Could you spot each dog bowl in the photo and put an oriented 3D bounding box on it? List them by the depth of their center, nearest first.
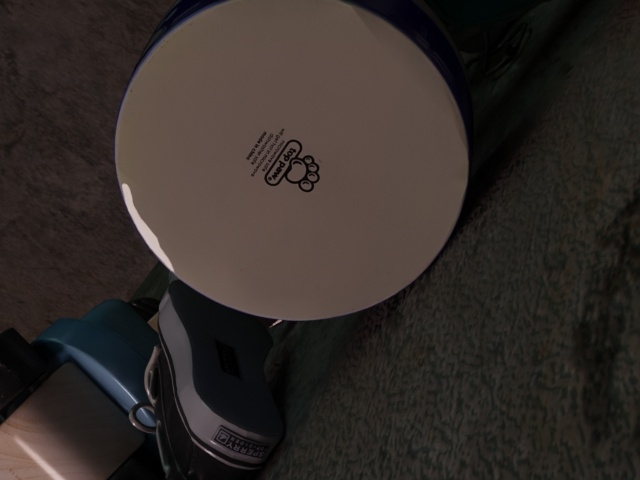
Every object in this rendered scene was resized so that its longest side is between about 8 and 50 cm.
[{"bbox_3d":[-0.017,-0.076,1.128,0.265,0.265,0.104,-51,12,23],"label":"dog bowl"}]

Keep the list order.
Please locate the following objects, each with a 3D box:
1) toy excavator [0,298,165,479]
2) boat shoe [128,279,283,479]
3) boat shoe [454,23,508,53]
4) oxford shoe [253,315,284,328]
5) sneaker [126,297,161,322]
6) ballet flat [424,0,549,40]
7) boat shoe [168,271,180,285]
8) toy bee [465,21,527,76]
[{"bbox_3d":[-0.218,0.173,1.606,0.445,0.222,0.433,-43,-1,-40],"label":"toy excavator"},{"bbox_3d":[-0.100,0.133,1.297,0.105,0.113,0.306,-58,23,14],"label":"boat shoe"},{"bbox_3d":[0.188,-0.284,1.435,0.226,0.083,0.076,-51,10,26],"label":"boat shoe"},{"bbox_3d":[0.000,0.000,1.467,0.212,0.076,0.076,-53,-19,5],"label":"oxford shoe"},{"bbox_3d":[-0.325,0.205,2.184,0.330,0.122,0.146,-52,11,10],"label":"sneaker"},{"bbox_3d":[0.054,-0.219,1.229,0.409,0.147,0.147,-27,11,3],"label":"ballet flat"},{"bbox_3d":[-0.134,-0.024,2.146,0.267,0.096,0.088,-55,12,4],"label":"boat shoe"},{"bbox_3d":[0.027,-0.105,1.345,0.298,0.162,0.195,-59,10,-25],"label":"toy bee"}]
